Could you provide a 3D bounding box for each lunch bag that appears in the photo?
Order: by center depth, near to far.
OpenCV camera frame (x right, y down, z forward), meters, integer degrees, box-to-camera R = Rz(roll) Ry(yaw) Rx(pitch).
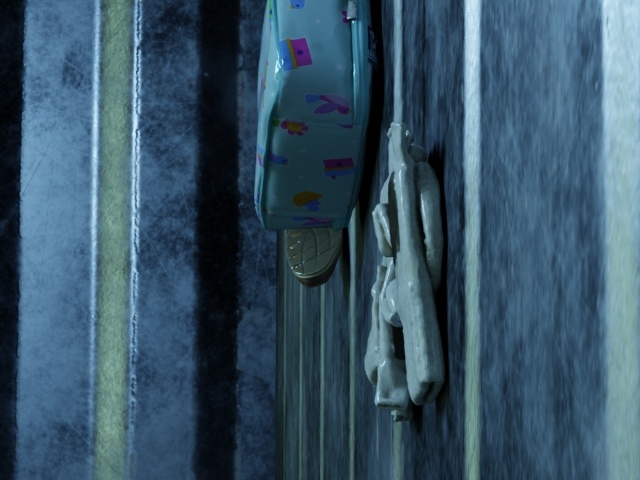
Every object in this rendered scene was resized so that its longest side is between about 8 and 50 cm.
[{"bbox_3d":[-0.006,-0.159,1.844,0.279,0.108,0.224,98,174,-55],"label":"lunch bag"}]

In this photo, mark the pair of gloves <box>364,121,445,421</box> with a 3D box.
[{"bbox_3d":[0.058,0.029,1.413,0.240,0.042,0.204,109,161,-79],"label":"pair of gloves"}]

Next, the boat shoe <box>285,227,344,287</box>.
[{"bbox_3d":[0.000,0.000,2.080,0.178,0.064,0.060,-88,-16,-56],"label":"boat shoe"}]
